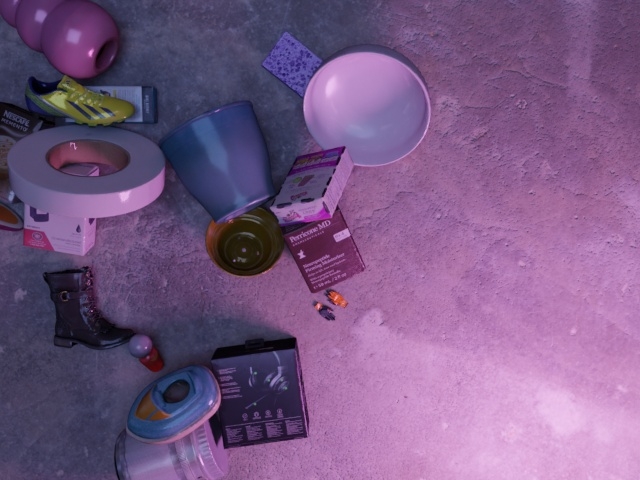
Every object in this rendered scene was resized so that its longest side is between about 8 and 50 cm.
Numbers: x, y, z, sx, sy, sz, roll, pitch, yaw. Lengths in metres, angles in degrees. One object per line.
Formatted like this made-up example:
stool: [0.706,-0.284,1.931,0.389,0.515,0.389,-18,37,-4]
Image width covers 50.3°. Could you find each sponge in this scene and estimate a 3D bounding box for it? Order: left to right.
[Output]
sponge: [-0.051,-0.474,1.910,0.210,0.031,0.117,38,94,-5]

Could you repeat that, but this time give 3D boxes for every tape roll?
tape roll: [-0.597,-0.188,1.760,0.391,0.392,0.072,9,122,-2]

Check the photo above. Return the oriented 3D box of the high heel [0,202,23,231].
high heel: [-0.969,-0.059,1.928,0.244,0.082,0.117,21,128,-17]

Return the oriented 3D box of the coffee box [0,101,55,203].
coffee box: [-0.856,-0.242,1.885,0.141,0.098,0.247,23,95,-4]

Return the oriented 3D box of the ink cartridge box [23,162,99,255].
ink cartridge box: [-0.713,-0.096,1.877,0.171,0.100,0.237,10,110,-2]

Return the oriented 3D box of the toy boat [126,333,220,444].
toy boat: [-0.433,0.394,1.855,0.267,0.318,0.148,-32,139,-11]

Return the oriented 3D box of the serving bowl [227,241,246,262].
serving bowl: [-0.242,0.046,1.963,0.083,0.027,0.084,0,96,0]

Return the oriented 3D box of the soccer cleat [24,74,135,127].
soccer cleat: [-0.640,-0.374,1.806,0.288,0.093,0.121,6,120,1]

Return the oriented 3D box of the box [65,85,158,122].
box: [-0.580,-0.376,1.895,0.244,0.060,0.101,0,97,-1]

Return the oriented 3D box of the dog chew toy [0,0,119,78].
dog chew toy: [-0.705,-0.574,1.811,0.331,0.206,0.207,31,95,4]

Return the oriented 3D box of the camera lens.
camera lens: [-0.422,0.603,1.922,0.274,0.219,0.220,-19,96,1]

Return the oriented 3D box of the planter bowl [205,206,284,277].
planter bowl: [-0.213,0.014,1.906,0.217,0.090,0.217,3,68,-9]

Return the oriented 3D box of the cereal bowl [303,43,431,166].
cereal bowl: [0.129,-0.376,1.838,0.338,0.141,0.339,6,128,7]

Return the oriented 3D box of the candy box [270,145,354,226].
candy box: [-0.018,-0.146,1.815,0.159,0.233,0.071,-8,127,29]

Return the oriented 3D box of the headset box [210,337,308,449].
headset box: [-0.171,0.424,1.953,0.246,0.131,0.283,-9,96,0]

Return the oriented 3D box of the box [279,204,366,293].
box: [0.000,0.000,1.866,0.168,0.167,0.203,-25,117,2]

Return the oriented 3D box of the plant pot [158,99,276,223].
plant pot: [-0.251,-0.192,1.804,0.271,0.271,0.255,-25,90,2]

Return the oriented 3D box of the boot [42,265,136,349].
boot: [-0.657,0.188,1.939,0.262,0.091,0.229,0,97,1]

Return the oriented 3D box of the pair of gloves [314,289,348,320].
pair of gloves: [0.031,0.190,1.993,0.074,0.010,0.083,39,95,-5]
